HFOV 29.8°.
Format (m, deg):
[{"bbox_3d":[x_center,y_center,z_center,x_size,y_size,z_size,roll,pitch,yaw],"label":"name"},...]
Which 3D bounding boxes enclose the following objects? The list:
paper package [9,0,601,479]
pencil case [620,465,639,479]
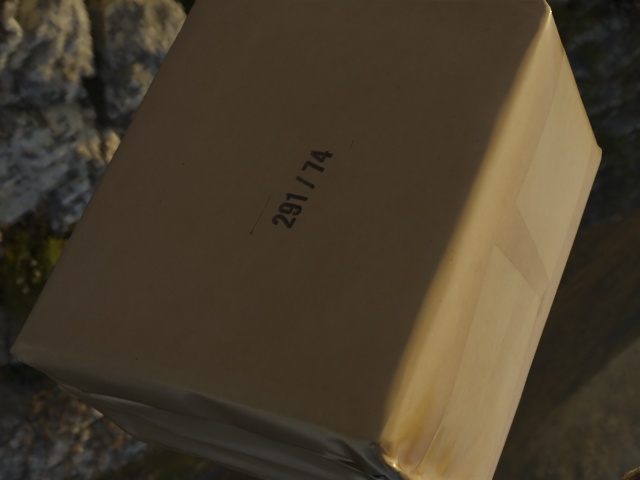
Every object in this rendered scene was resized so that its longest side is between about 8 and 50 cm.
[{"bbox_3d":[0.000,0.000,0.835,0.168,0.309,0.325,52,55,-50],"label":"paper package"},{"bbox_3d":[0.164,0.188,0.552,0.386,0.167,0.160,3,117,-60],"label":"pencil case"}]
